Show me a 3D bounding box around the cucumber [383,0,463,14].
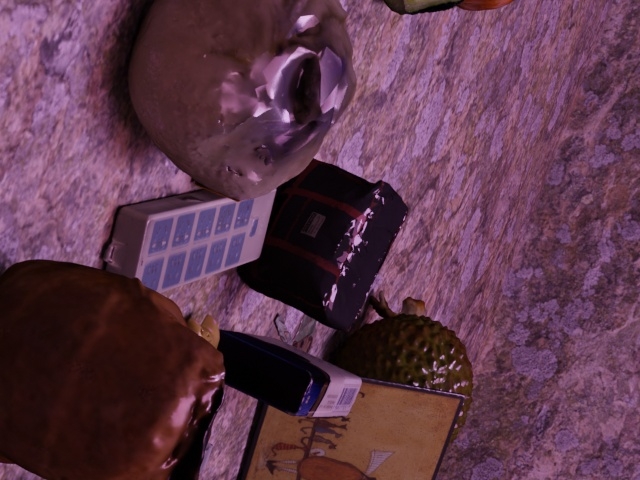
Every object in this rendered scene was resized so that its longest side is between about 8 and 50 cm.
[{"bbox_3d":[0.145,-0.379,1.943,0.211,0.062,0.078,-25,99,-56],"label":"cucumber"}]

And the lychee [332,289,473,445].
[{"bbox_3d":[0.144,0.254,2.277,0.320,0.270,0.270,-58,162,-65],"label":"lychee"}]

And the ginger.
[{"bbox_3d":[-0.225,0.124,1.184,0.269,0.223,0.200,-6,-111,68],"label":"ginger"}]

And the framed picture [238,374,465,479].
[{"bbox_3d":[0.049,0.339,2.096,0.014,0.338,0.255,-125,-130,-63],"label":"framed picture"}]

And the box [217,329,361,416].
[{"bbox_3d":[-0.054,0.191,1.828,0.071,0.168,0.259,-66,162,-1],"label":"box"}]

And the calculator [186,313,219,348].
[{"bbox_3d":[-0.184,0.209,1.614,0.157,0.033,0.236,-3,115,-84],"label":"calculator"}]

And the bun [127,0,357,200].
[{"bbox_3d":[-0.070,-0.179,1.351,0.273,0.168,0.273,-15,111,-43],"label":"bun"}]

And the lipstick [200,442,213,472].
[{"bbox_3d":[-0.185,0.336,1.844,0.025,0.025,0.107,-28,142,-62],"label":"lipstick"}]

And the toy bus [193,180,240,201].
[{"bbox_3d":[-0.093,-0.133,1.531,0.074,0.069,0.162,-30,141,-74],"label":"toy bus"}]

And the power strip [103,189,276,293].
[{"bbox_3d":[-0.147,-0.007,1.554,0.367,0.043,0.106,-20,128,-65],"label":"power strip"}]

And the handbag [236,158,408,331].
[{"bbox_3d":[0.000,0.000,1.774,0.215,0.169,0.155,-63,144,-14],"label":"handbag"}]

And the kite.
[{"bbox_3d":[-0.047,0.174,2.068,0.229,0.012,0.250,-64,159,-17],"label":"kite"}]

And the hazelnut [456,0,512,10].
[{"bbox_3d":[0.266,-0.450,2.099,0.150,0.150,0.150,-53,156,-37],"label":"hazelnut"}]
